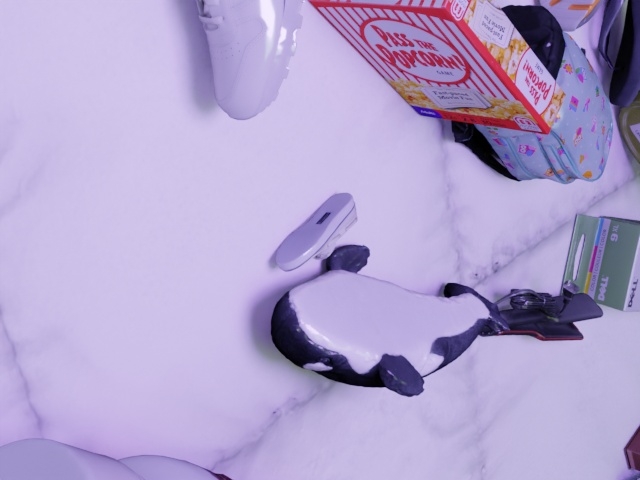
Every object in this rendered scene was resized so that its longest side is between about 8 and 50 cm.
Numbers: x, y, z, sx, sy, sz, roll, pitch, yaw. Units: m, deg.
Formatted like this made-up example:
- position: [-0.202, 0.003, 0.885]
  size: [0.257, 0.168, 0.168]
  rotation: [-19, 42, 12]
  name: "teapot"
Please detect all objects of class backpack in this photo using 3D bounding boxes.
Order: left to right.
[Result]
- position: [0.219, -0.128, 1.057]
  size: [0.182, 0.115, 0.152]
  rotation: [47, 65, -46]
  name: "backpack"

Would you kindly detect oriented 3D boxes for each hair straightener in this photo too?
- position: [0.244, 0.069, 1.183]
  size: [0.230, 0.047, 0.089]
  rotation: [8, 127, -40]
  name: "hair straightener"

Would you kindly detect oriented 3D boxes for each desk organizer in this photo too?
- position: [0.493, 0.276, 1.515]
  size: [0.130, 0.050, 0.047]
  rotation: [-45, 130, -29]
  name: "desk organizer"

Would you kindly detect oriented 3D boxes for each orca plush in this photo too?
- position: [0.047, 0.085, 0.986]
  size: [0.287, 0.102, 0.151]
  rotation: [-19, 70, -53]
  name: "orca plush"

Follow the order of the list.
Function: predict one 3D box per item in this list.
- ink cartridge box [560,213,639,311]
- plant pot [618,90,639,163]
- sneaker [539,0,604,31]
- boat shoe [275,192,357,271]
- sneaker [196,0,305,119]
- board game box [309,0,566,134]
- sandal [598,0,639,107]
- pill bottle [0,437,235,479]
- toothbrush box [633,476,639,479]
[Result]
- position: [0.389, 0.030, 1.323]
  size: [0.209, 0.062, 0.109]
  rotation: [4, 99, -47]
  name: "ink cartridge box"
- position: [0.515, -0.195, 1.272]
  size: [0.293, 0.275, 0.275]
  rotation: [-39, 129, -11]
  name: "plant pot"
- position: [0.292, -0.319, 1.107]
  size: [0.083, 0.084, 0.215]
  rotation: [19, 88, -57]
  name: "sneaker"
- position: [0.000, 0.000, 0.923]
  size: [0.100, 0.035, 0.035]
  rotation: [-48, 129, -35]
  name: "boat shoe"
- position: [-0.064, -0.206, 0.768]
  size: [0.094, 0.090, 0.235]
  rotation: [0, 103, -31]
  name: "sneaker"
- position: [0.102, -0.165, 0.899]
  size: [0.193, 0.146, 0.045]
  rotation: [37, 74, -45]
  name: "board game box"
- position: [0.345, -0.276, 1.182]
  size: [0.097, 0.054, 0.255]
  rotation: [-73, 165, -61]
  name: "sandal"
- position: [-0.088, 0.287, 0.773]
  size: [0.392, 0.224, 0.224]
  rotation: [36, 75, -46]
  name: "pill bottle"
- position: [0.531, 0.496, 1.484]
  size: [0.126, 0.216, 0.296]
  rotation: [-9, 114, -45]
  name: "toothbrush box"
